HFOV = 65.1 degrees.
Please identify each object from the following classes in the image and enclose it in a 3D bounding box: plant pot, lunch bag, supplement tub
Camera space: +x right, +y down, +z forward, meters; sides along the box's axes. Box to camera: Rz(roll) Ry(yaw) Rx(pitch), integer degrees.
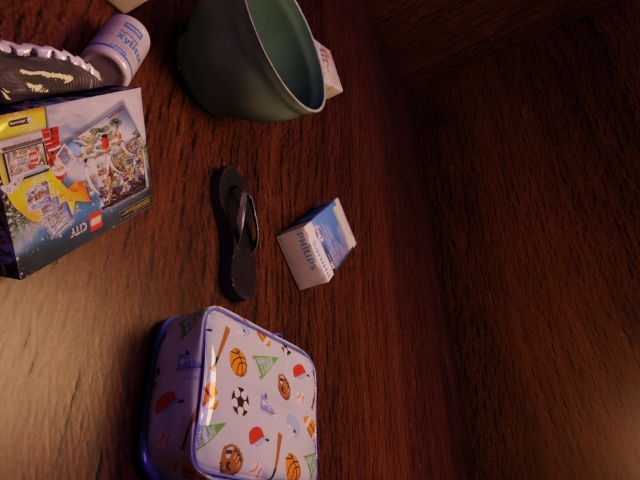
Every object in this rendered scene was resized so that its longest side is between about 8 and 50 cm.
[{"bbox_3d":[-0.142,-0.349,0.951,0.293,0.196,0.293,45,36,-47],"label":"plant pot"},{"bbox_3d":[-0.110,0.234,0.722,0.303,0.114,0.243,43,34,-48],"label":"lunch bag"},{"bbox_3d":[-0.292,-0.267,0.716,0.071,0.071,0.107,51,31,-40],"label":"supplement tub"}]

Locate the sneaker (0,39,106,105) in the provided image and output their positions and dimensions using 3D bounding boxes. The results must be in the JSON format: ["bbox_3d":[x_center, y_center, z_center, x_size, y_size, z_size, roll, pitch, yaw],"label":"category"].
[{"bbox_3d":[-0.335,-0.166,0.549,0.234,0.078,0.106,-2,82,-66],"label":"sneaker"}]

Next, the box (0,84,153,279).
[{"bbox_3d":[-0.279,-0.079,0.565,0.233,0.044,0.159,-55,151,-62],"label":"box"}]

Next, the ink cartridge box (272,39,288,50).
[{"bbox_3d":[-0.125,-0.474,1.149,0.082,0.139,0.191,33,45,-58],"label":"ink cartridge box"}]

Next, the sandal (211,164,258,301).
[{"bbox_3d":[-0.139,-0.018,0.902,0.097,0.054,0.255,25,52,-60],"label":"sandal"}]

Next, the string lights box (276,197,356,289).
[{"bbox_3d":[0.000,0.000,1.176,0.133,0.076,0.259,68,23,-10],"label":"string lights box"}]

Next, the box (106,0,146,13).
[{"bbox_3d":[-0.312,-0.516,0.801,0.094,0.113,0.275,29,47,-58],"label":"box"}]

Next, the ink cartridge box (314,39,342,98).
[{"bbox_3d":[-0.040,-0.446,1.337,0.176,0.127,0.128,-14,87,-68],"label":"ink cartridge box"}]
